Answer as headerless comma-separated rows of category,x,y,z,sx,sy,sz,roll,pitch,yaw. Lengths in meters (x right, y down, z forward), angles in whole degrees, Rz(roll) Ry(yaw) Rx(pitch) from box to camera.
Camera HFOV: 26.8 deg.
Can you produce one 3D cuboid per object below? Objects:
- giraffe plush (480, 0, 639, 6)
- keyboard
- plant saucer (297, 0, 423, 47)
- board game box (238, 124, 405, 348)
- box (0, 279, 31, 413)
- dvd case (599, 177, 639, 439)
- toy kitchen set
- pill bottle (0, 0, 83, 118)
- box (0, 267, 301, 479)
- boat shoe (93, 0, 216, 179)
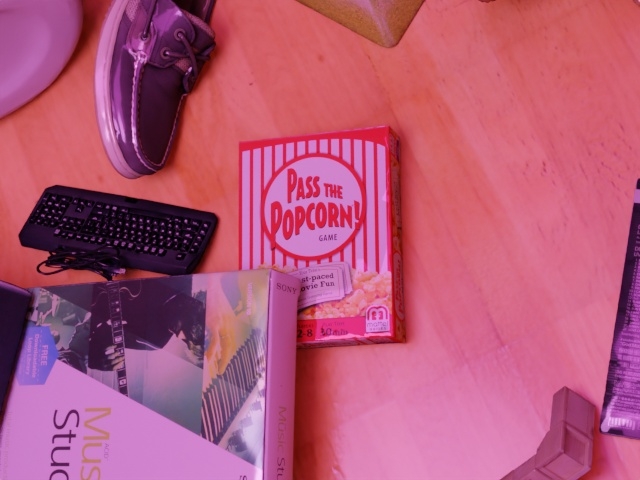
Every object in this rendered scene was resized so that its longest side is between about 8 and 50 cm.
giraffe plush,0.240,-0.282,1.163,0.170,0.181,0.210,26,52,12
keyboard,-0.200,-0.007,1.276,0.192,0.038,0.100,9,61,21
plant saucer,0.036,-0.306,1.277,0.188,0.045,0.188,31,89,21
board game box,0.000,0.000,1.218,0.146,0.045,0.193,-6,76,17
box,-0.480,0.193,1.213,0.293,0.212,0.395,9,81,34
dvd case,0.328,0.064,1.111,0.164,0.018,0.221,7,81,21
toy kitchen set,0.201,0.185,1.123,0.068,0.075,0.083,33,129,-13
pill bottle,-0.426,-0.321,1.334,0.229,0.229,0.408,-38,69,7
box,-0.171,0.152,1.205,0.322,0.058,0.232,-5,76,27
boat shoe,-0.146,-0.199,1.284,0.092,0.103,0.285,-1,72,23
